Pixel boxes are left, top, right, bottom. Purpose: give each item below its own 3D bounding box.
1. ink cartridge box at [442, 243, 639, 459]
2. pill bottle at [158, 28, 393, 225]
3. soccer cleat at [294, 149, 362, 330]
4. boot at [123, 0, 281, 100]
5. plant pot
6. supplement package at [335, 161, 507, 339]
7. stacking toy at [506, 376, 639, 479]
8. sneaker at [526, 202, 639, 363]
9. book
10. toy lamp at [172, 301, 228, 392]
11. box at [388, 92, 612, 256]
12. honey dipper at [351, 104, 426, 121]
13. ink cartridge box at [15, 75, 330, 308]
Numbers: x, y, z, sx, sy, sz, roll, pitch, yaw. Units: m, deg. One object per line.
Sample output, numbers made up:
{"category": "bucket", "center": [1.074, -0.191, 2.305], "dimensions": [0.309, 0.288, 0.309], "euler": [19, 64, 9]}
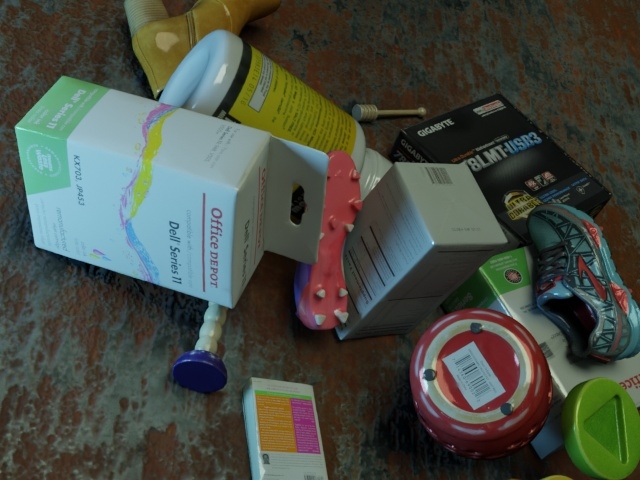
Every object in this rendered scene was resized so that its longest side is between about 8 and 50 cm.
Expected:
{"category": "ink cartridge box", "center": [0.351, 0.156, 1.397], "dimensions": [0.211, 0.121, 0.289], "euler": [-12, 61, -36]}
{"category": "pill bottle", "center": [-0.058, -0.137, 1.328], "dimensions": [0.334, 0.188, 0.188], "euler": [31, 44, -27]}
{"category": "soccer cleat", "center": [0.000, 0.000, 1.261], "dimensions": [0.083, 0.095, 0.248], "euler": [-1, 97, -31]}
{"category": "boot", "center": [-0.164, -0.314, 1.511], "dimensions": [0.295, 0.104, 0.211], "euler": [-12, 67, -30]}
{"category": "plant pot", "center": [0.211, 0.184, 1.211], "dimensions": [0.191, 0.174, 0.191], "euler": [-3, 71, 9]}
{"category": "supplement package", "center": [0.114, 0.018, 1.284], "dimensions": [0.139, 0.244, 0.134], "euler": [-1, 56, -36]}
{"category": "stacking toy", "center": [0.352, 0.348, 1.215], "dimensions": [0.309, 0.130, 0.279], "euler": [39, 57, -20]}
{"category": "sneaker", "center": [0.360, 0.054, 1.327], "dimensions": [0.125, 0.104, 0.262], "euler": [-8, 58, -31]}
{"category": "book", "center": [-0.044, 0.249, 1.170], "dimensions": [0.096, 0.035, 0.144], "euler": [10, 51, -26]}
{"category": "toy lamp", "center": [-0.130, 0.066, 1.233], "dimensions": [0.080, 0.080, 0.275], "euler": [21, 47, -13]}
{"category": "box", "center": [0.317, -0.115, 1.610], "dimensions": [0.295, 0.073, 0.293], "euler": [-23, 63, -40]}
{"category": "honey dipper", "center": [0.128, -0.227, 1.641], "dimensions": [0.160, 0.030, 0.030], "euler": [-6, 58, -35]}
{"category": "ink cartridge box", "center": [-0.179, -0.048, 1.138], "dimensions": [0.353, 0.207, 0.119], "euler": [16, 45, 10]}
